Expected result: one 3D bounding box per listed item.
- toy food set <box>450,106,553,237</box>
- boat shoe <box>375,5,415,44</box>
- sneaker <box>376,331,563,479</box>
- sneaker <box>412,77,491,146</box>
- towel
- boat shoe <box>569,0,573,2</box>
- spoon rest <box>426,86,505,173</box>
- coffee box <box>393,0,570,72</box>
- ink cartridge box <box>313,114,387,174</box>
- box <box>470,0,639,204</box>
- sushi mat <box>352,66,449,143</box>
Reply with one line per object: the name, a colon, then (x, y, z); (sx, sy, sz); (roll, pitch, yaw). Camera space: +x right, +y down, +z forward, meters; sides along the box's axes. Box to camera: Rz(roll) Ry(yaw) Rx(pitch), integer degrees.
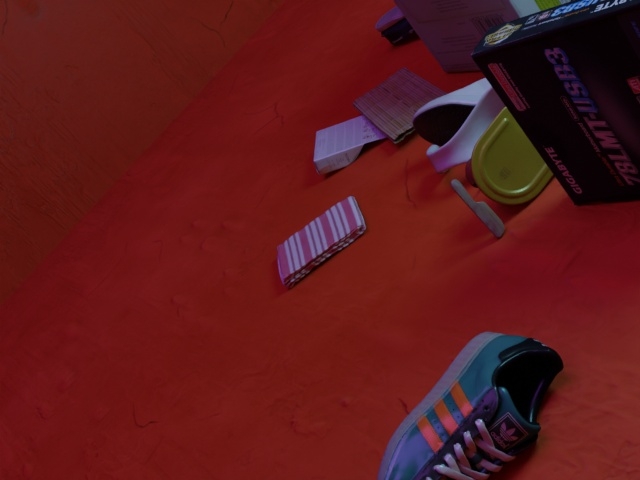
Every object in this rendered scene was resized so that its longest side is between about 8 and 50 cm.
toy food set: (0.294, -0.123, 1.444); (0.218, 0.128, 0.071); (-50, 5, -5)
boat shoe: (0.242, -0.538, 2.193); (0.254, 0.079, 0.095); (-20, 36, 44)
sneaker: (0.176, 0.228, 1.069); (0.302, 0.108, 0.121); (-53, 23, -24)
sneaker: (0.307, -0.244, 1.635); (0.290, 0.106, 0.123); (-8, 36, 35)
towel: (0.000, 0.000, 1.771); (0.197, 0.029, 0.144); (-35, 26, 10)
boat shoe: (0.433, -0.350, 1.363); (0.120, 0.324, 0.122); (-22, 34, -32)
spoon rest: (0.284, -0.180, 1.542); (0.276, 0.137, 0.084); (-29, 5, 43)
coffee box: (0.349, -0.570, 1.787); (0.334, 0.338, 0.337); (-49, 27, -14)
ink cartridge box: (0.075, -0.219, 2.006); (0.179, 0.045, 0.145); (-15, 32, 13)
box: (0.388, -0.179, 1.178); (0.293, 0.295, 0.073); (-6, 42, 51)
sushi mat: (0.172, -0.295, 1.967); (0.151, 0.019, 0.316); (-33, 26, 0)
